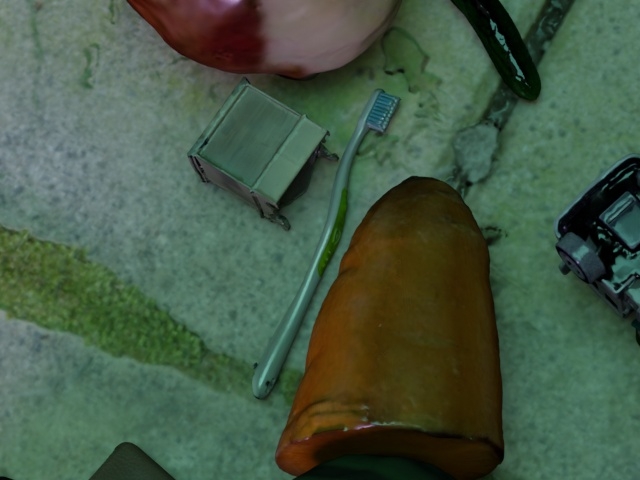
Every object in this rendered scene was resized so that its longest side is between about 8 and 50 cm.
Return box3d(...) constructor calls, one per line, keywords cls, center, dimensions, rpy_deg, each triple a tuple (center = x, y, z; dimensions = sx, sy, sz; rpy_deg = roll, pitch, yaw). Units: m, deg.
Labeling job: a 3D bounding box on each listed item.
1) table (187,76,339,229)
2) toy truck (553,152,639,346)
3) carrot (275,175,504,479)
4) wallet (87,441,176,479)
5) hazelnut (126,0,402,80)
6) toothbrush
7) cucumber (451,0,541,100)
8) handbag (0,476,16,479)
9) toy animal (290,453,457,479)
box3d(cls="table", center=(-0.042, -0.065, 1.499), dimensions=(0.083, 0.062, 0.079), rpy_deg=(31, 79, 17))
box3d(cls="toy truck", center=(0.278, 0.060, 1.376), dimensions=(0.114, 0.124, 0.253), rpy_deg=(-41, 69, -6))
box3d(cls="carrot", center=(0.059, 0.057, 1.396), dimensions=(0.159, 0.159, 0.225), rpy_deg=(3, 70, 10))
box3d(cls="wallet", center=(-0.125, 0.234, 1.427), dimensions=(0.152, 0.039, 0.118), rpy_deg=(41, 81, 22))
box3d(cls="hazelnut", center=(-0.055, -0.254, 1.496), dimensions=(0.261, 0.241, 0.261), rpy_deg=(0, 91, -15))
box3d(cls="toothbrush", center=(0.000, 0.000, 1.493), dimensions=(0.026, 0.022, 0.263), rpy_deg=(18, 75, 26))
box3d(cls="cucumber", center=(0.122, -0.184, 1.530), dimensions=(0.036, 0.033, 0.184), rpy_deg=(-23, 68, -26))
box3d(cls="handbag", center=(-0.230, 0.290, 1.356), dimensions=(0.215, 0.155, 0.169), rpy_deg=(-49, 65, 9))
box3d(cls="toy animal", center=(-0.010, 0.296, 1.307), dimensions=(0.191, 0.216, 0.338), rpy_deg=(16, 75, 42))
